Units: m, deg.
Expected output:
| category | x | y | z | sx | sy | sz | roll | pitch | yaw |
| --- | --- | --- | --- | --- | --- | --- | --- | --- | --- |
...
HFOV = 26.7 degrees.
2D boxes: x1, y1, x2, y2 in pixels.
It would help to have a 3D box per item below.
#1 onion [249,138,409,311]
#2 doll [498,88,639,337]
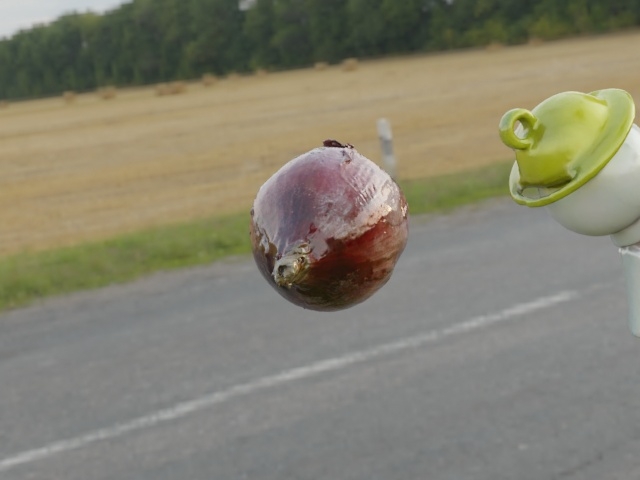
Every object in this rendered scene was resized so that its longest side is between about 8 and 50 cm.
| category | x | y | z | sx | sy | sz | roll | pitch | yaw |
| --- | --- | --- | --- | --- | --- | --- | --- | --- | --- |
| onion | 0.000 | 0.000 | 1.257 | 0.159 | 0.159 | 0.195 | -5 | 19 | 18 |
| doll | 0.171 | -0.017 | 0.687 | 0.207 | 0.129 | 0.081 | 26 | -7 | -28 |
